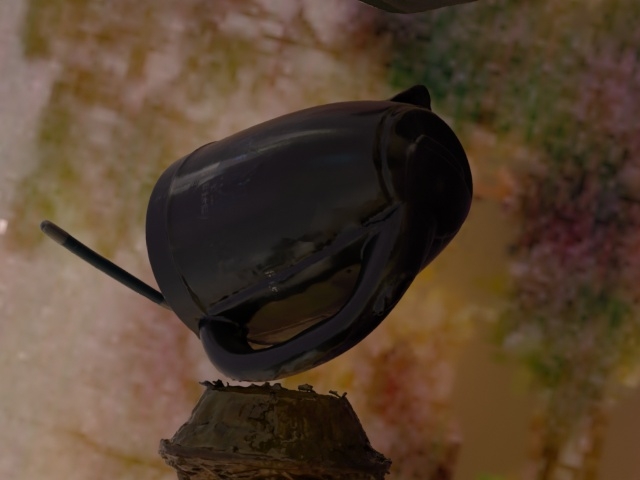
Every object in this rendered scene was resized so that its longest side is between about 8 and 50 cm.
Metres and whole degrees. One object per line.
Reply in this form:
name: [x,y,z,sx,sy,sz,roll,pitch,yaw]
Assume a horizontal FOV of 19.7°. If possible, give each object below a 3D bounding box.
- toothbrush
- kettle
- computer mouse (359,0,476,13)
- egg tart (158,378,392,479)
toothbrush: [-0.192,0.056,2.001,0.025,0.275,0.019,-54,23,7]
kettle: [0.000,0.000,1.845,0.324,0.228,0.321,-22,39,41]
computer mouse: [0.022,-0.316,1.342,0.429,0.228,0.145,42,-157,-36]
egg tart: [-0.036,0.169,1.584,0.212,0.212,0.090,-4,-79,-84]
